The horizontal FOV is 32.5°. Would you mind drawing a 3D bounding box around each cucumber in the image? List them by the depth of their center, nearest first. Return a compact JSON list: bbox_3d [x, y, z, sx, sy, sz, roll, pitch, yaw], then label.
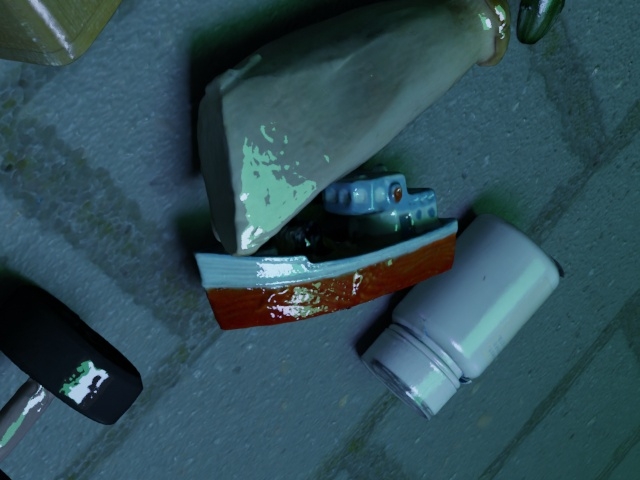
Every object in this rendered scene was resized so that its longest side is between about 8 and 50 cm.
[{"bbox_3d":[0.277,-0.286,1.335,0.067,0.035,0.107,-12,127,-42],"label":"cucumber"}]

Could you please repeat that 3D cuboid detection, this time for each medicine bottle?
[{"bbox_3d":[0.181,0.100,1.433,0.258,0.143,0.143,-48,141,-9],"label":"medicine bottle"}]

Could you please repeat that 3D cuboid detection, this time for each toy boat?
[{"bbox_3d":[0.000,0.000,1.191,0.332,0.145,0.133,-16,105,-40],"label":"toy boat"}]

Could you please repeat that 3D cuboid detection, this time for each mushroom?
[{"bbox_3d":[0.026,-0.156,1.101,0.407,0.137,0.154,-39,97,-26],"label":"mushroom"}]

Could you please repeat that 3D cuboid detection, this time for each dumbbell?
[{"bbox_3d":[-0.284,0.166,1.007,0.218,0.152,0.152,-50,141,-5],"label":"dumbbell"}]

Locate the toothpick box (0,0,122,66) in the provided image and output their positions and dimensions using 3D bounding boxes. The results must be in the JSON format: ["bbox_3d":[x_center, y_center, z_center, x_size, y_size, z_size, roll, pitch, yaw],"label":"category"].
[{"bbox_3d":[-0.240,-0.269,0.672,0.187,0.190,0.308,-64,147,-25],"label":"toothpick box"}]
